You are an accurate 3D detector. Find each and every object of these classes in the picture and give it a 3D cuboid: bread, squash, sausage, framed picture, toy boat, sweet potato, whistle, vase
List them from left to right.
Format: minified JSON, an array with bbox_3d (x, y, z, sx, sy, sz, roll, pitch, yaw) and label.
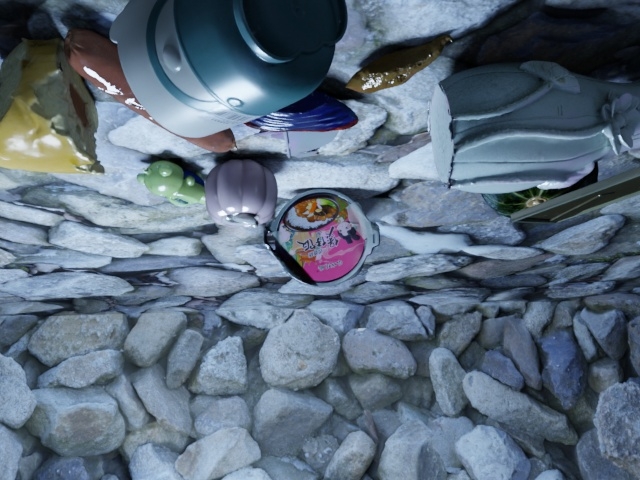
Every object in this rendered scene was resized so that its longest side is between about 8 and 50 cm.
[{"bbox_3d":[-0.438,-0.225,1.060,0.224,0.183,0.211,13,151,-43],"label":"bread"},{"bbox_3d":[-0.291,-0.253,1.138,0.088,0.087,0.433,-11,159,26],"label":"sausage"},{"bbox_3d":[-0.330,-0.130,1.488,0.105,0.085,0.227,-14,157,34],"label":"whistle"},{"bbox_3d":[-0.021,-0.223,1.282,0.219,0.072,0.318,-6,165,21],"label":"toy boat"},{"bbox_3d":[0.133,-0.299,1.080,0.206,0.060,0.068,-22,-171,23],"label":"sweet potato"},{"bbox_3d":[0.477,-0.145,1.382,0.252,0.165,0.252,5,152,3],"label":"squash"},{"bbox_3d":[0.427,-0.211,1.124,0.446,0.250,0.250,-6,162,-2],"label":"vase"},{"bbox_3d":[0.535,-0.082,1.224,0.192,0.018,0.265,2,161,-45],"label":"framed picture"}]

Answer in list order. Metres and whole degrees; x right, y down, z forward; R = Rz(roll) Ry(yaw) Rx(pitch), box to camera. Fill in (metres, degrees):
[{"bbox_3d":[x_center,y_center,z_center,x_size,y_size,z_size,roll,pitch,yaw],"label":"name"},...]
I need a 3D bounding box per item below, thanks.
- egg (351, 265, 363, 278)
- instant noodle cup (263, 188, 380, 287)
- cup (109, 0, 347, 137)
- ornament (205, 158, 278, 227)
[{"bbox_3d":[0.065,0.058,1.992,0.146,0.146,0.199,-9,167,19],"label":"egg"},{"bbox_3d":[0.000,0.000,1.705,0.303,0.258,0.181,12,175,-1],"label":"instant noodle cup"},{"bbox_3d":[-0.101,-0.281,0.861,0.258,0.219,0.290,-7,-160,42],"label":"cup"},{"bbox_3d":[-0.186,-0.101,1.468,0.178,0.177,0.177,-2,161,-1],"label":"ornament"}]
